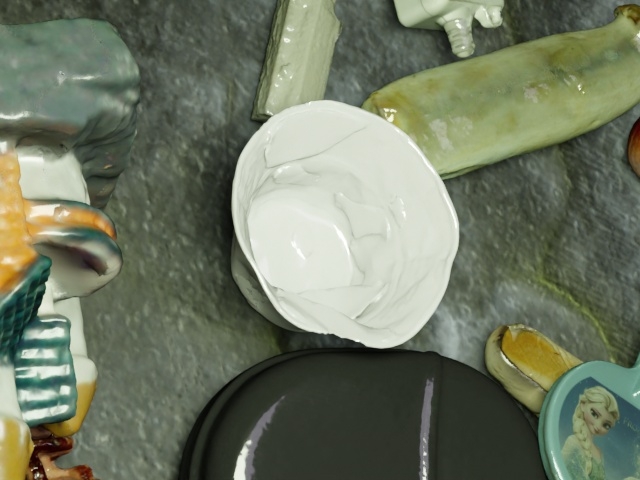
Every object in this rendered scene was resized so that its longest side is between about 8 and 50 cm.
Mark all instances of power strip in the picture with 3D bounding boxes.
[{"bbox_3d":[0.086,-0.317,1.512,0.098,0.058,0.338,-2,73,-47],"label":"power strip"}]

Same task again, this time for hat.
[{"bbox_3d":[0.000,0.000,1.365,0.203,0.126,0.203,6,73,-20],"label":"hat"}]

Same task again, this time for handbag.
[{"bbox_3d":[0.040,0.208,1.341,0.308,0.093,0.254,2,74,-22],"label":"handbag"}]

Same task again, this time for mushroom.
[{"bbox_3d":[0.182,-0.128,1.506,0.312,0.081,0.100,-20,72,-22],"label":"mushroom"}]

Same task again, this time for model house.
[{"bbox_3d":[-0.204,0.043,1.156,0.190,0.271,0.301,-4,62,-22],"label":"model house"}]

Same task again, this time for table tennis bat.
[{"bbox_3d":[0.260,0.146,1.422,0.149,0.038,0.237,42,50,-8],"label":"table tennis bat"}]

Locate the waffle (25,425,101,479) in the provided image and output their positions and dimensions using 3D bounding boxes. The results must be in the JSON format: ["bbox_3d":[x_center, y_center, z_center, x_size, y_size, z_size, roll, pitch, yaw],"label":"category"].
[{"bbox_3d":[-0.274,0.201,1.237,0.234,0.055,0.221,29,67,-9],"label":"waffle"}]

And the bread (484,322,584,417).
[{"bbox_3d":[0.223,0.148,1.455,0.214,0.053,0.073,36,45,-7],"label":"bread"}]

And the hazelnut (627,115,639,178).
[{"bbox_3d":[0.320,-0.082,1.552,0.086,0.086,0.086,6,73,-21],"label":"hazelnut"}]

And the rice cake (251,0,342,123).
[{"bbox_3d":[-0.008,-0.201,1.461,0.057,0.052,0.256,27,64,-35],"label":"rice cake"}]
